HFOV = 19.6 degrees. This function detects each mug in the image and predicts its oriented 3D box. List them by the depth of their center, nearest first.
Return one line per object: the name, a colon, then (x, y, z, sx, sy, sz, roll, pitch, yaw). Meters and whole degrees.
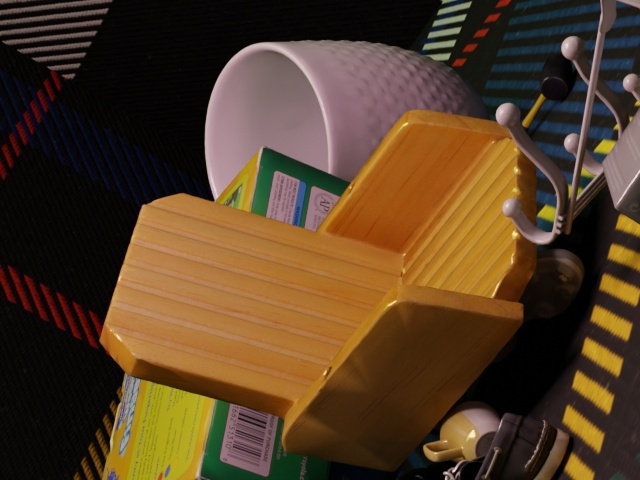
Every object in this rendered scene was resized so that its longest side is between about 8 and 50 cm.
mug: (0.143, 0.190, 1.705, 0.078, 0.062, 0.064, -45, 15, -4)
mug: (0.034, -0.103, 2.509, 0.328, 0.276, 0.374, -6, -31, -38)

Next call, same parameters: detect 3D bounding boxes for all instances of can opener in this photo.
can opener: (0.080, 0.290, 1.828, 0.059, 0.073, 0.186, 56, 128, 39)

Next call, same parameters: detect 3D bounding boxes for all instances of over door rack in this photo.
over door rack: (0.267, -0.172, 1.611, 0.239, 0.108, 0.324, -44, -17, -33)

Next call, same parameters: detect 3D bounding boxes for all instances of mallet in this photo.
mallet: (0.268, -0.160, 2.377, 0.189, 0.039, 0.062, -59, 7, 45)

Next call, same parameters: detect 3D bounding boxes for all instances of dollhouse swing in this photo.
dollhouse swing: (0.000, 0.000, 1.830, 0.315, 0.305, 0.347, -53, 14, 32)

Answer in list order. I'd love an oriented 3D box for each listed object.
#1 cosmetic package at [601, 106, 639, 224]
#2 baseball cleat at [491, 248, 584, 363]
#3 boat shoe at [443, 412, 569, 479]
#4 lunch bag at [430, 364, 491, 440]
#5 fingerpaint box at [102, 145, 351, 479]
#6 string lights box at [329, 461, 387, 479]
cosmetic package: (0.327, -0.114, 1.455, 0.238, 0.107, 0.127, -55, 8, 19)
baseball cleat: (0.204, 0.043, 1.830, 0.206, 0.072, 0.109, -46, 9, 52)
boat shoe: (0.143, 0.203, 1.618, 0.206, 0.065, 0.075, -51, 11, 55)
lunch bag: (0.115, 0.137, 1.982, 0.129, 0.096, 0.151, -61, 17, -3)
fingerpaint box: (-0.112, 0.177, 2.215, 0.371, 0.163, 0.444, -45, 29, 50)
string lights box: (0.020, 0.280, 2.164, 0.259, 0.077, 0.133, -64, 10, -27)
